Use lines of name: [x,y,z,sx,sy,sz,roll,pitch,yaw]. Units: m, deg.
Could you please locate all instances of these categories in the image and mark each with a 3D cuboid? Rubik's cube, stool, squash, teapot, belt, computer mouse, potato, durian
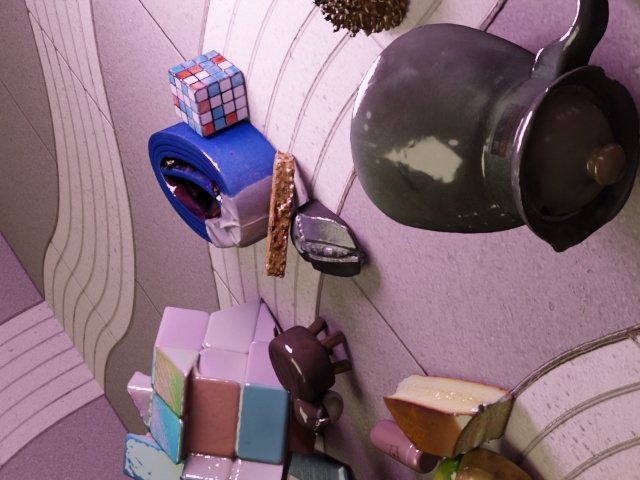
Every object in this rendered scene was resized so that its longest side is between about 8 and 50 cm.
Rubik's cube: [-0.184,0.315,2.379,0.387,0.358,0.368,92,-175,-48]
stool: [-0.010,0.232,2.174,0.125,0.121,0.217,-14,100,65]
squash: [0.208,0.412,1.966,0.082,0.082,0.292,48,154,30]
teapot: [0.213,-0.133,1.295,0.285,0.305,0.223,21,170,48]
belt: [-0.177,-0.106,2.166,0.347,0.117,0.212,24,134,56]
computer mouse: [0.000,0.000,1.980,0.192,0.062,0.106,29,138,55]
potato: [0.265,0.369,1.790,0.170,0.080,0.107,35,115,17]
Rubik's cube: [-0.183,-0.241,2.062,0.092,0.092,0.092,40,148,42]
durian: [0.031,-0.318,1.535,0.148,0.091,0.188,50,152,28]

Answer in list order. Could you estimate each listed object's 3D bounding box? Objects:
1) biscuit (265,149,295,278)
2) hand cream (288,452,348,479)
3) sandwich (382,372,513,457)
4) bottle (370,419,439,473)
biscuit: [-0.065,-0.040,2.007,0.064,0.034,0.199,-102,17,-71]
hand cream: [-0.013,0.462,2.523,0.271,0.058,0.091,12,114,57]
sandwich: [0.187,0.256,1.828,0.258,0.094,0.096,-1,110,66]
bottle: [0.137,0.337,2.069,0.140,0.053,0.053,20,133,57]
